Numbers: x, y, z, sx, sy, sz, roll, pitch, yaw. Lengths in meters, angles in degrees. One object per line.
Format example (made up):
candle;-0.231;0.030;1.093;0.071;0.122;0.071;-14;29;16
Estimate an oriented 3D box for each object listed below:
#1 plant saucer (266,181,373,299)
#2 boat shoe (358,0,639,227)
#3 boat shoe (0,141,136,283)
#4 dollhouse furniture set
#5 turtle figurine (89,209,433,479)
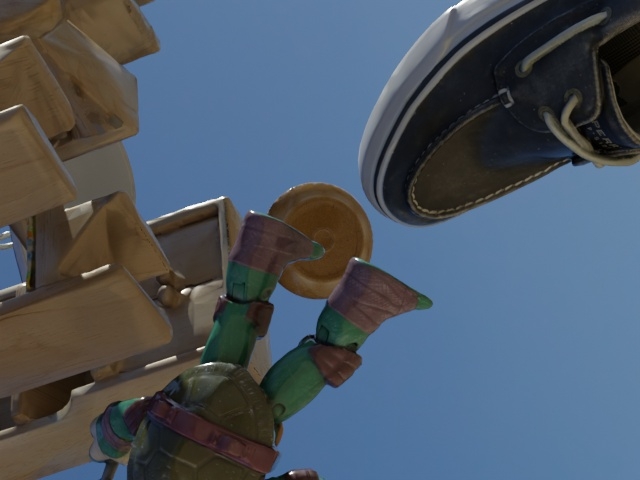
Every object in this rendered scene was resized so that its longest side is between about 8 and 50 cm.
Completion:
plant saucer;0.000;0.000;1.354;0.015;0.083;0.083;172;97;-72
boat shoe;0.160;-0.102;1.133;0.121;0.335;0.119;31;-151;-39
boat shoe;-0.259;0.024;1.989;0.136;0.156;0.367;-16;-73;-23
dollhouse furniture set;-0.226;-0.028;1.297;0.362;0.257;0.394;-98;-16;-46
turtle figurine;-0.045;0.109;1.023;0.234;0.175;0.118;-62;-13;-3
